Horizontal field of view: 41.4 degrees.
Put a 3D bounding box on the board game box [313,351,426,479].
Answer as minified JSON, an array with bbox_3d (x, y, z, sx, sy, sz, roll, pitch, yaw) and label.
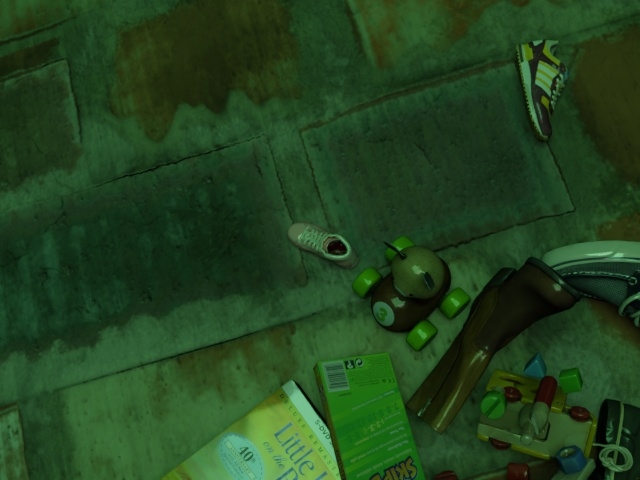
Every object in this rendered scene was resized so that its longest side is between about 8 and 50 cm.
[{"bbox_3d":[0.079,0.301,1.295,0.124,0.039,0.259,-4,58,-20],"label":"board game box"}]

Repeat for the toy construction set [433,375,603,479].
[{"bbox_3d":[0.258,0.362,1.130,0.258,0.237,0.308,8,107,20],"label":"toy construction set"}]

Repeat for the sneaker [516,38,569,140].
[{"bbox_3d":[0.388,-0.262,1.446,0.084,0.069,0.185,-11,73,11],"label":"sneaker"}]

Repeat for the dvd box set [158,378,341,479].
[{"bbox_3d":[-0.118,0.462,1.305,0.420,0.062,0.307,-36,72,-3],"label":"dvd box set"}]

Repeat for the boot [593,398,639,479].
[{"bbox_3d":[0.480,0.344,1.251,0.137,0.077,0.197,10,76,6],"label":"boot"}]

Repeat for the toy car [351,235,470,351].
[{"bbox_3d":[0.139,0.065,1.320,0.149,0.188,0.155,-44,72,-6],"label":"toy car"}]

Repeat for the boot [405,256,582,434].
[{"bbox_3d":[0.239,0.158,1.245,0.096,0.264,0.280,41,80,-11],"label":"boot"}]

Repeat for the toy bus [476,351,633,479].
[{"bbox_3d":[0.337,0.263,1.268,0.191,0.104,0.202,-33,93,30],"label":"toy bus"}]

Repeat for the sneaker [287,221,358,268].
[{"bbox_3d":[0.000,0.000,1.424,0.134,0.070,0.051,28,81,16],"label":"sneaker"}]

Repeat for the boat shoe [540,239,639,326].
[{"bbox_3d":[0.508,0.099,1.286,0.341,0.127,0.158,3,66,8],"label":"boat shoe"}]
